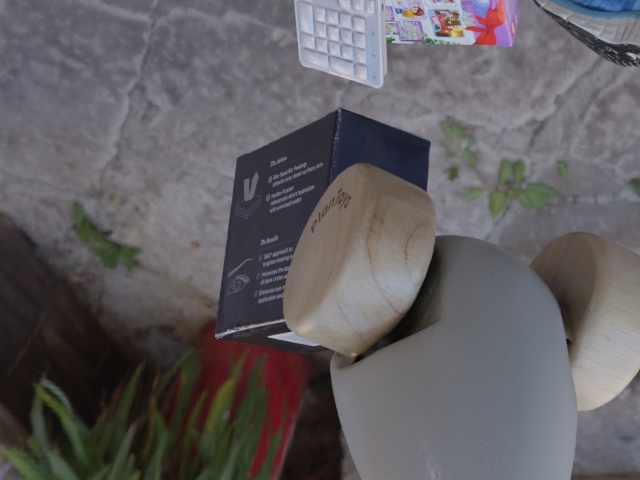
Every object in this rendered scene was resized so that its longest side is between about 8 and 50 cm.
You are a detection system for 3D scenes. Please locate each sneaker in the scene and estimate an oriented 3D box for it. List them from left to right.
[{"bbox_3d":[0.201,-0.150,0.652,0.063,0.162,0.073,26,98,-38],"label":"sneaker"}]

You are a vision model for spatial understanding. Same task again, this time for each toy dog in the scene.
[{"bbox_3d":[0.036,0.122,0.435,0.220,0.333,0.161,35,137,0],"label":"toy dog"}]

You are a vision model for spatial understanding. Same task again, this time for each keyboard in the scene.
[{"bbox_3d":[0.006,-0.217,0.626,0.072,0.014,0.256,19,129,30],"label":"keyboard"}]

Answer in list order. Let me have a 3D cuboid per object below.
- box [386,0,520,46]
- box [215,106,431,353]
[{"bbox_3d":[0.110,-0.340,1.205,0.201,0.057,0.293,6,152,22],"label":"box"},{"bbox_3d":[0.000,0.000,0.813,0.093,0.158,0.156,15,163,-31],"label":"box"}]
